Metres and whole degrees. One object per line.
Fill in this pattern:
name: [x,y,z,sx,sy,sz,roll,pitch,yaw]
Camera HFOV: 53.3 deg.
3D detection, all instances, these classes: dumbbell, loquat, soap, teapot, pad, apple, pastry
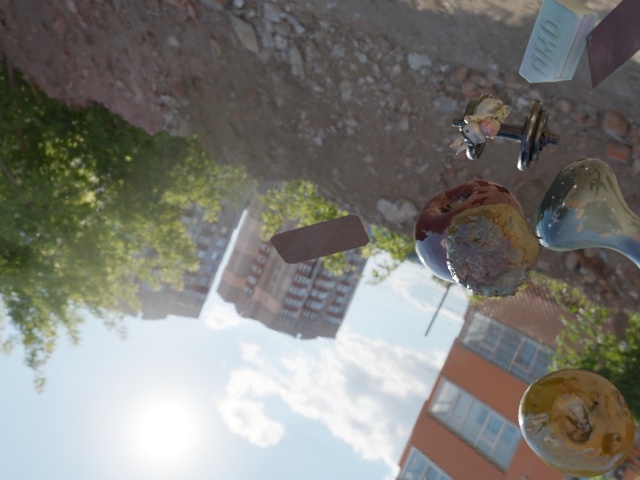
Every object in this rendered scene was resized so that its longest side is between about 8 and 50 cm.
dumbbell: [0.511,-0.302,1.769,0.290,0.192,0.192,14,-179,20]
loquat: [0.543,0.388,1.359,0.244,0.244,0.244,23,-176,-2]
soap: [0.780,-0.650,2.113,0.095,0.289,0.173,-16,-130,-21]
teapot: [0.523,-0.027,1.150,0.251,0.183,0.183,33,-173,16]
pad: [0.513,-0.353,1.078,0.006,0.113,0.188,5,161,-12]
apple: [0.389,-0.014,1.663,0.235,0.306,0.306,56,174,-17]
pastry: [0.262,0.015,0.988,0.153,0.153,0.081,25,-156,31]
pad: [0.000,0.000,1.839,0.266,0.002,0.176,-15,146,11]

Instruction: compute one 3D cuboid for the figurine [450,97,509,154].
figurine: [0.381,-0.273,1.524,0.081,0.146,0.098,41,170,-6]
